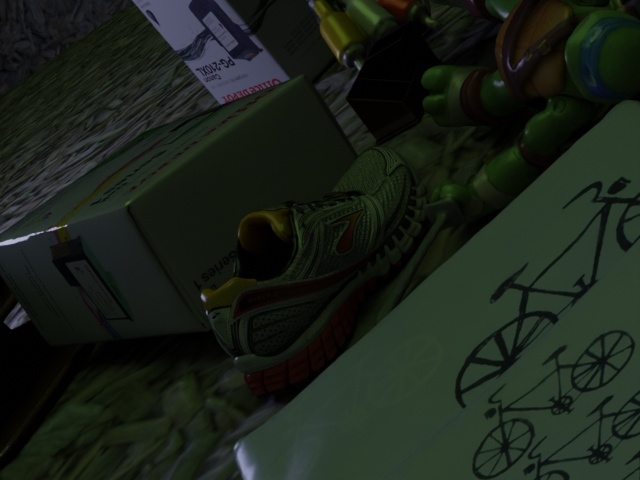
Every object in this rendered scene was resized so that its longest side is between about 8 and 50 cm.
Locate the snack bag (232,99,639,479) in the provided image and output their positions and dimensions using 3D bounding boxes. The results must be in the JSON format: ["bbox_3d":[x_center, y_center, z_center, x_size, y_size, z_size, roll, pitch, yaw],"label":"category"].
[{"bbox_3d":[0.090,0.062,0.612,0.323,0.037,0.342,-43,18,6],"label":"snack bag"}]

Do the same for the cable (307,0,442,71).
[{"bbox_3d":[0.004,-0.269,1.380,0.139,0.287,0.072,-35,-26,-25],"label":"cable"}]

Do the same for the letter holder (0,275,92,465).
[{"bbox_3d":[-0.329,0.088,1.235,0.214,0.152,0.302,-26,21,29],"label":"letter holder"}]

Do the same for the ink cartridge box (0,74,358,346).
[{"bbox_3d":[-0.122,-0.018,1.113,0.201,0.117,0.278,-40,17,-32],"label":"ink cartridge box"}]

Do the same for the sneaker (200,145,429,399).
[{"bbox_3d":[0.000,0.000,0.908,0.088,0.092,0.225,-22,23,41],"label":"sneaker"}]

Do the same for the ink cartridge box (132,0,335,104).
[{"bbox_3d":[-0.108,-0.271,1.555,0.100,0.237,0.172,-50,21,-25],"label":"ink cartridge box"}]

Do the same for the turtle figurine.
[{"bbox_3d":[0.086,-0.121,0.878,0.275,0.197,0.266,-34,13,2],"label":"turtle figurine"}]

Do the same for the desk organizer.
[{"bbox_3d":[0.066,-0.143,1.203,0.047,0.050,0.130,-28,20,28],"label":"desk organizer"}]
